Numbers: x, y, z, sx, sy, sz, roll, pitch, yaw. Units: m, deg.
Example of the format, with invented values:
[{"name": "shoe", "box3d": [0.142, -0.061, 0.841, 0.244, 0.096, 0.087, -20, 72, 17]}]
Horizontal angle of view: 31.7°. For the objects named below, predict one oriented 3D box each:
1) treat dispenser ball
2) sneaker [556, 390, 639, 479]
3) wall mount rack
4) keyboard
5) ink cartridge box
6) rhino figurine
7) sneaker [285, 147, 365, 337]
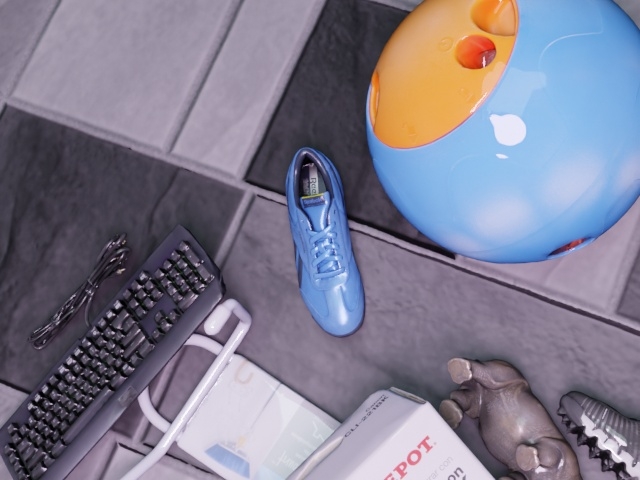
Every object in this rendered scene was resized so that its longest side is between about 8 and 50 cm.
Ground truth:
[{"name": "treat dispenser ball", "box3d": [0.187, -0.121, 1.105, 0.288, 0.288, 0.288, -3, 72, 10]}, {"name": "sneaker", "box3d": [0.343, 0.206, 1.089, 0.234, 0.078, 0.106, 37, 80, 15]}, {"name": "wall mount rack", "box3d": [-0.086, 0.239, 1.127, 0.350, 0.130, 0.304, 31, 81, 19]}, {"name": "keyboard", "box3d": [-0.242, 0.108, 1.204, 0.317, 0.033, 0.201, -48, 45, 5]}, {"name": "ink cartridge box", "box3d": [0.092, 0.297, 1.013, 0.197, 0.114, 0.273, -43, 99, -12]}, {"name": "rhino figurine", "box3d": [0.209, 0.215, 1.098, 0.073, 0.106, 0.243, -44, 69, 27]}, {"name": "sneaker", "box3d": [0.000, 0.000, 1.213, 0.069, 0.082, 0.209, -12, 73, 5]}]
